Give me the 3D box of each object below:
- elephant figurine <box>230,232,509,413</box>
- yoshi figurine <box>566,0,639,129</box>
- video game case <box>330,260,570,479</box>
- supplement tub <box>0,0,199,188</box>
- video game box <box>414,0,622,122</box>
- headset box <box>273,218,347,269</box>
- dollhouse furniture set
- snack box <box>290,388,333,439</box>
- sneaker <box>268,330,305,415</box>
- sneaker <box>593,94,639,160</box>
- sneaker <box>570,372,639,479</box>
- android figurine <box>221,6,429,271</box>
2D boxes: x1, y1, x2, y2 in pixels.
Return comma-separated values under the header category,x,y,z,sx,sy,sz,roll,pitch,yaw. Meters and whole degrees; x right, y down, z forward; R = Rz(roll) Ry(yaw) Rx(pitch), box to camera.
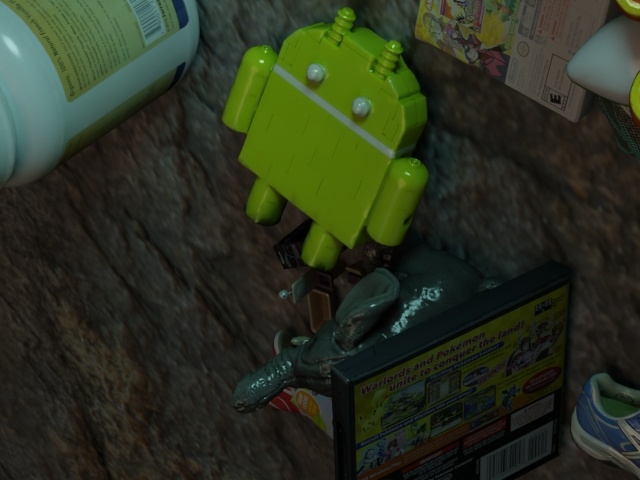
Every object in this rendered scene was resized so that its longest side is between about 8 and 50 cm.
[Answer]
category,x,y,z,sx,sy,sz,roll,pitch,yaw
elephant figurine,0.056,0.109,1.940,0.169,0.239,0.186,40,140,13
yoshi figurine,0.338,-0.137,1.459,0.203,0.362,0.203,43,100,14
video game case,0.133,0.173,1.897,0.035,0.275,0.248,41,144,42
supplement tub,-0.304,-0.195,1.980,0.228,0.316,0.228,24,134,28
video game box,0.184,-0.232,1.703,0.187,0.048,0.205,30,136,20
headset box,0.000,0.000,2.048,0.083,0.062,0.032,-8,114,46
dollhouse furniture set,0.001,0.079,2.093,0.091,0.081,0.114,19,132,32
snack box,0.083,0.187,2.112,0.207,0.070,0.174,42,141,13
sneaker,-0.048,0.157,2.233,0.067,0.042,0.118,3,124,38
sneaker,0.308,-0.089,1.701,0.166,0.065,0.076,56,157,-2
sneaker,0.340,0.202,1.871,0.211,0.080,0.081,23,137,28
android figurine,0.010,-0.106,1.919,0.248,0.056,0.273,40,128,21
